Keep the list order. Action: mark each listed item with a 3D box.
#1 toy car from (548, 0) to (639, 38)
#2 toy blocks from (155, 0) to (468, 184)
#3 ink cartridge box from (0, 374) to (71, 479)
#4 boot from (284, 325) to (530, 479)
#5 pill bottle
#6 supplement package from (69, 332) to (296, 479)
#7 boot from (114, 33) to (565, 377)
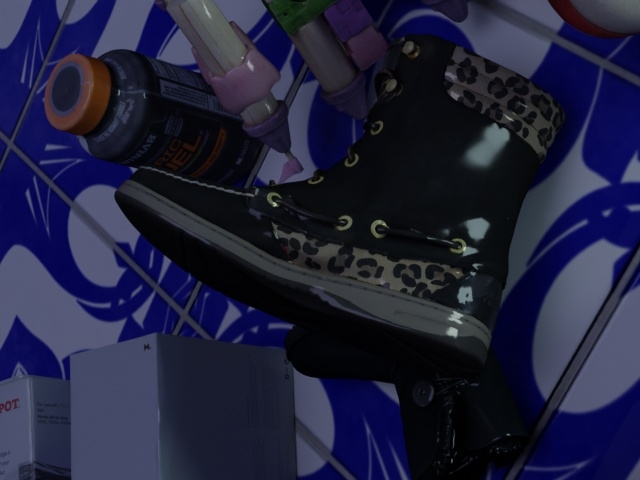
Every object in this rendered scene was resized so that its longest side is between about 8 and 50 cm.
[{"bbox_3d":[0.236,-0.278,1.132,0.238,0.219,0.210,179,100,-72],"label":"toy car"},{"bbox_3d":[-0.007,-0.244,1.330,0.288,0.260,0.309,-37,27,-2],"label":"toy blocks"},{"bbox_3d":[-0.383,0.335,1.594,0.211,0.121,0.289,-20,68,39],"label":"ink cartridge box"},{"bbox_3d":[0.077,0.152,1.222,0.246,0.094,0.207,-26,60,30],"label":"boot"},{"bbox_3d":[-0.195,-0.144,1.434,0.130,0.246,0.130,-11,74,42],"label":"pill bottle"},{"bbox_3d":[-0.147,0.214,1.345,0.149,0.203,0.194,-16,70,40],"label":"supplement package"},{"bbox_3d":[0.026,-0.062,1.172,0.377,0.138,0.284,21,71,16],"label":"boot"}]
